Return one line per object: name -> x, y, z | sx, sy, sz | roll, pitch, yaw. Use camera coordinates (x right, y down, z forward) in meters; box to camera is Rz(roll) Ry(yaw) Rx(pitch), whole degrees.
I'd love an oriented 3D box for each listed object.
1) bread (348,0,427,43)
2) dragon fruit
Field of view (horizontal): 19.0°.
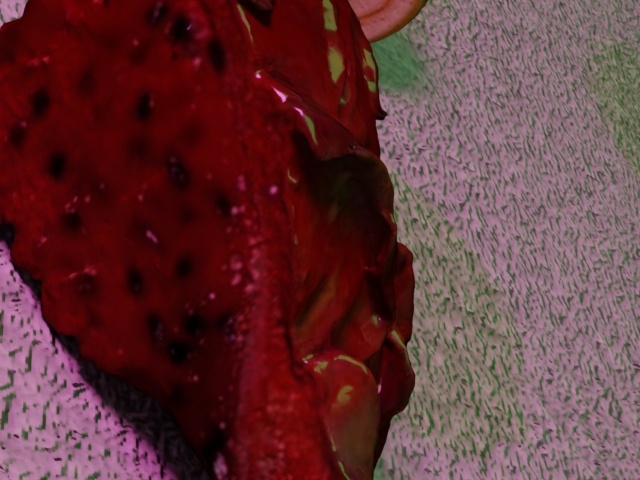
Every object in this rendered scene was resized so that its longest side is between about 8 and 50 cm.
bread -> 0.019, -0.218, 1.401 | 0.149, 0.122, 0.073 | 47, 25, -2
dragon fruit -> 0.007, -0.006, 1.012 | 0.286, 0.228, 0.329 | 7, 46, -52
